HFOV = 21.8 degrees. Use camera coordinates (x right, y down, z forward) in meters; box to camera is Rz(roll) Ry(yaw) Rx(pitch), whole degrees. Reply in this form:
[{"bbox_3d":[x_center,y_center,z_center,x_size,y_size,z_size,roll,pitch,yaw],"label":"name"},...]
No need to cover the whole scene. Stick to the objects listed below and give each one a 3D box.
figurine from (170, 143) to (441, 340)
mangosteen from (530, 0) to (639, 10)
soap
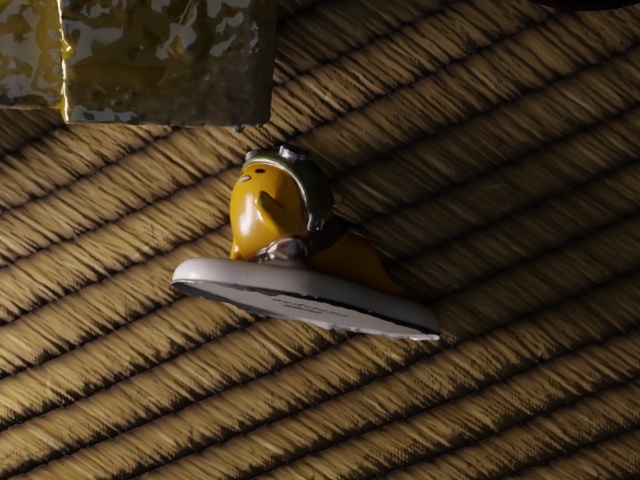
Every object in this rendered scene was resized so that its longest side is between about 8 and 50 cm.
[{"bbox_3d":[0.000,0.000,1.483,0.250,0.167,0.141,16,78,-28],"label":"figurine"},{"bbox_3d":[0.204,-0.299,1.221,0.288,0.288,0.288,2,114,4],"label":"mangosteen"},{"bbox_3d":[-0.179,-0.272,1.331,0.305,0.169,0.338,2,114,-7],"label":"soap"}]
